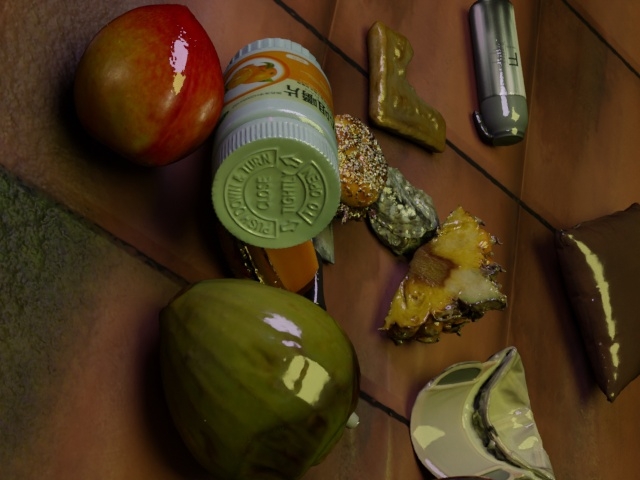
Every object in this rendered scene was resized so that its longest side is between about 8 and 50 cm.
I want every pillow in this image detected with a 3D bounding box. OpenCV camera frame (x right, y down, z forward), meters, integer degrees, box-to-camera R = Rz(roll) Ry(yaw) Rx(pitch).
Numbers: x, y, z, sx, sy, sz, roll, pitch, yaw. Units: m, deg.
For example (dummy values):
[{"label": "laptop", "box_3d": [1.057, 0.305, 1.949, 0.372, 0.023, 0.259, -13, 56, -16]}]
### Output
[{"label": "pillow", "box_3d": [0.531, 0.101, 2.483, 0.308, 0.108, 0.305, -17, 90, -50]}]

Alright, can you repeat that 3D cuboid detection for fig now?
[{"label": "fig", "box_3d": [-0.087, 0.162, 1.684, 0.271, 0.239, 0.239, 40, 41, 10]}]

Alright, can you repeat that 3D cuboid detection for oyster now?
[{"label": "oyster", "box_3d": [0.125, -0.046, 2.117, 0.177, 0.064, 0.125, 16, 60, -46]}]

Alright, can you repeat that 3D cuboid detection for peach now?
[{"label": "peach", "box_3d": [-0.201, -0.191, 1.706, 0.197, 0.197, 0.197, 20, 62, -43]}]

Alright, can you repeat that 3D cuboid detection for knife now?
[{"label": "knife", "box_3d": [0.000, 0.000, 1.989, 0.060, 0.028, 0.230, 26, 53, -43]}]

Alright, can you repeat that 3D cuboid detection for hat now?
[{"label": "hat", "box_3d": [0.235, 0.285, 2.111, 0.226, 0.164, 0.220, -12, 81, -10]}]

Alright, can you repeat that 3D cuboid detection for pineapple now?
[{"label": "pineapple", "box_3d": [0.220, 0.084, 2.083, 0.250, 0.164, 0.140, -61, 145, -33]}]

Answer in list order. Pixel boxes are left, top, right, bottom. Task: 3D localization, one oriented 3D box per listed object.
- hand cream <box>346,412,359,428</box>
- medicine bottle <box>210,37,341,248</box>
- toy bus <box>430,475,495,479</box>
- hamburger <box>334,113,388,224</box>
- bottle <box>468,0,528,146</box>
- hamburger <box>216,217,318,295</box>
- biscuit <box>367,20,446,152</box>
[{"label": "hand cream", "box_3d": [-0.026, 0.184, 1.885, 0.216, 0.038, 0.052, 43, 23, -22]}, {"label": "medicine bottle", "box_3d": [-0.058, -0.135, 1.784, 0.158, 0.158, 0.318, 48, 17, -25]}, {"label": "toy bus", "box_3d": [0.185, 0.493, 1.929, 0.153, 0.143, 0.329, 46, 45, -41]}, {"label": "hamburger", "box_3d": [0.027, -0.114, 1.995, 0.164, 0.093, 0.190, -11, 76, -53]}, {"label": "bottle", "box_3d": [0.296, -0.287, 2.389, 0.096, 0.079, 0.254, -3, 75, -10]}, {"label": "hamburger", "box_3d": [-0.072, 0.007, 1.853, 0.137, 0.087, 0.166, -30, 100, -50]}, {"label": "biscuit", "box_3d": [0.134, -0.241, 2.215, 0.174, 0.039, 0.183, 14, 67, -44]}]
